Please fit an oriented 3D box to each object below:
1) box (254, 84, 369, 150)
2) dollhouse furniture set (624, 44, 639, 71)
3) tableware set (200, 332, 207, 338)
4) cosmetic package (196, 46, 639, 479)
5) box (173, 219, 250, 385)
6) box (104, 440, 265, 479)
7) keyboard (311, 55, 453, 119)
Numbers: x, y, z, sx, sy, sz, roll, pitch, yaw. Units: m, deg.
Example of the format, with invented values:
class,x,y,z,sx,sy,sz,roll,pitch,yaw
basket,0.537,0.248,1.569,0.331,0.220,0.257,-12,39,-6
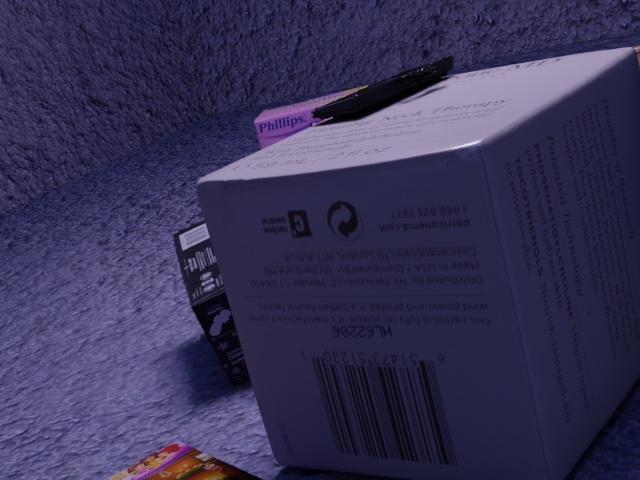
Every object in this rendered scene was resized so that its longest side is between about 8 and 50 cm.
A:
class,x,y,z,sx,sy,sz,roll,pitch,yaw
box,0.015,-0.148,1.955,0.214,0.242,0.117,-12,15,11
dollhouse furniture set,0.639,-0.268,1.836,0.303,0.173,0.355,-14,10,7
tableware set,-0.084,0.112,1.510,0.128,0.039,0.194,-25,18,-32
cosmetic package,0.144,0.016,1.083,0.330,0.327,0.394,-4,18,37
box,-0.096,0.061,1.417,0.163,0.142,0.247,-26,25,-2
box,-0.199,0.294,0.941,0.293,0.057,0.201,-25,17,-32
keyboard,0.083,-0.173,1.160,0.108,0.023,0.180,-11,14,47
